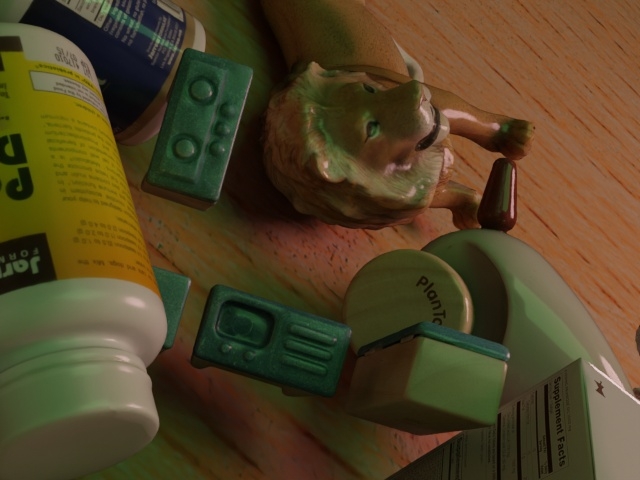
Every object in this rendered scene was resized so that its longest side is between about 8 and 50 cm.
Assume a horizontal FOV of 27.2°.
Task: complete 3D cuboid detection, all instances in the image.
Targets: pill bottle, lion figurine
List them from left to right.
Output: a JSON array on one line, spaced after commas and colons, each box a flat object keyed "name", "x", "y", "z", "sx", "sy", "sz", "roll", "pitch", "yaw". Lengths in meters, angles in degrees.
[{"name": "pill bottle", "x": -0.146, "y": 0.006, "z": 0.656, "sx": 0.117, "sy": 0.117, "sz": 0.215, "roll": 11, "pitch": 50, "yaw": -46}, {"name": "pill bottle", "x": -0.162, "y": -0.135, "z": 0.797, "sx": 0.169, "sy": 0.094, "sz": 0.094, "roll": 30, "pitch": 38, "yaw": -30}, {"name": "lion figurine", "x": 0.024, "y": -0.141, "z": 1.026, "sx": 0.240, "sy": 0.142, "sz": 0.392, "roll": 16, "pitch": 33, "yaw": -33}]

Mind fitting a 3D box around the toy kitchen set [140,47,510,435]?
[{"name": "toy kitchen set", "x": 0.000, "y": 0.000, "z": 0.736, "sx": 0.207, "sy": 0.122, "sz": 0.166, "roll": 18, "pitch": 76, "yaw": -11}]

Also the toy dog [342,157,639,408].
[{"name": "toy dog", "x": 0.185, "y": 0.061, "z": 0.856, "sx": 0.334, "sy": 0.161, "sz": 0.220, "roll": 24, "pitch": 3, "yaw": -2}]

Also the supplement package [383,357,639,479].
[{"name": "supplement package", "x": 0.134, "y": 0.210, "z": 0.727, "sx": 0.194, "sy": 0.203, "sz": 0.149, "roll": 35, "pitch": 36, "yaw": -23}]
